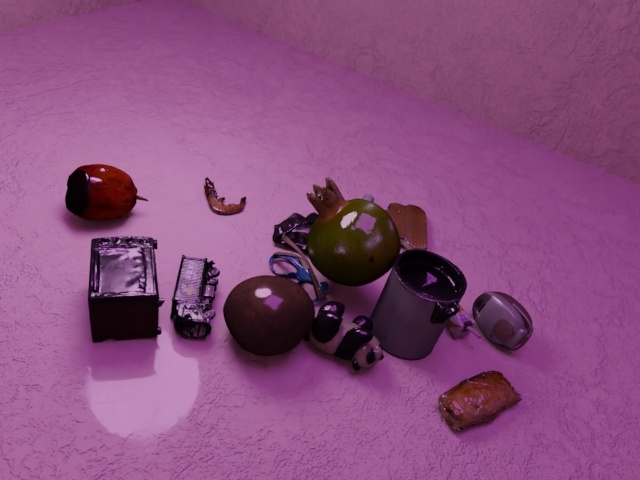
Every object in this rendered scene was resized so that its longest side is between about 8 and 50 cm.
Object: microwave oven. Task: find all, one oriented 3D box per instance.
[{"bbox_3d":[-0.521,0.121,1.406,0.178,0.188,0.247,0,40,-22],"label":"microwave oven"}]

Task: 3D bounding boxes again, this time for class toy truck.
[{"bbox_3d":[-0.358,0.160,1.506,0.121,0.088,0.259,9,37,-12],"label":"toy truck"}]

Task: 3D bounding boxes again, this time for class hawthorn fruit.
[{"bbox_3d":[-0.682,-0.154,1.691,0.252,0.189,0.189,-1,41,-29],"label":"hawthorn fruit"}]

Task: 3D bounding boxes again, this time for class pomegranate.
[{"bbox_3d":[0.063,-0.005,1.595,0.216,0.310,0.358,-48,113,-29],"label":"pomegranate"}]

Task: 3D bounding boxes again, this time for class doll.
[{"bbox_3d":[0.074,0.273,1.496,0.235,0.135,0.143,24,13,5],"label":"doll"}]

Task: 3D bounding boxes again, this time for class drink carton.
[{"bbox_3d":[0.444,0.258,1.703,0.084,0.074,0.200,-8,45,-28],"label":"drink carton"}]

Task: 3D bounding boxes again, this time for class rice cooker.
[{"bbox_3d":[0.595,0.255,1.713,0.127,0.145,0.206,-11,47,-46],"label":"rice cooker"}]

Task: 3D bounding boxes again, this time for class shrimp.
[{"bbox_3d":[-0.353,-0.168,1.953,0.148,0.035,0.195,-8,51,-26],"label":"shrimp"}]

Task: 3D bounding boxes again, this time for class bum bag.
[{"bbox_3d":[0.000,0.000,1.835,0.341,0.095,0.143,19,55,8],"label":"bum bag"}]

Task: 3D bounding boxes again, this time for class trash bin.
[{"bbox_3d":[0.283,0.191,1.571,0.218,0.262,0.277,2,39,-18],"label":"trash bin"}]

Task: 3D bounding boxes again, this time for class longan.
[{"bbox_3d":[-0.136,0.201,1.439,0.246,0.215,0.245,20,36,-15],"label":"longan"}]

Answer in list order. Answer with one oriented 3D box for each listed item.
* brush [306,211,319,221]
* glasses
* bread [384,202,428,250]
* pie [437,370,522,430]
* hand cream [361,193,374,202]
[{"bbox_3d":[0.034,-0.048,1.973,0.194,0.016,0.063,31,40,18],"label":"brush"},{"bbox_3d":[-0.087,0.086,1.657,0.102,0.206,0.239,-43,59,-9],"label":"glasses"},{"bbox_3d":[0.326,-0.059,2.066,0.208,0.056,0.286,20,37,-1],"label":"bread"},{"bbox_3d":[0.454,0.444,1.484,0.283,0.068,0.128,-9,45,-36],"label":"pie"},{"bbox_3d":[0.163,-0.113,2.081,0.078,0.049,0.204,25,43,6],"label":"hand cream"}]
